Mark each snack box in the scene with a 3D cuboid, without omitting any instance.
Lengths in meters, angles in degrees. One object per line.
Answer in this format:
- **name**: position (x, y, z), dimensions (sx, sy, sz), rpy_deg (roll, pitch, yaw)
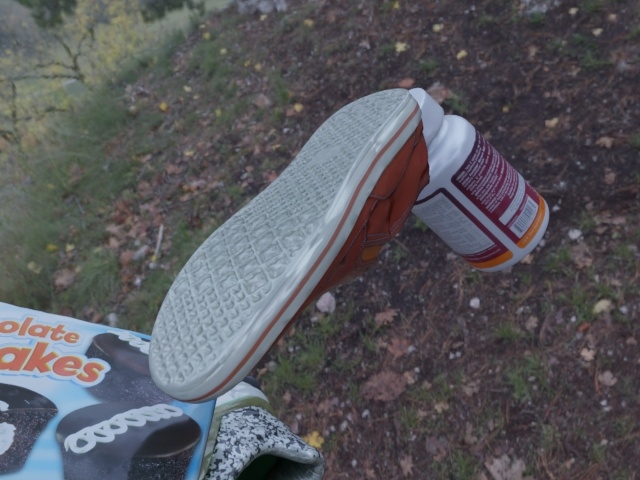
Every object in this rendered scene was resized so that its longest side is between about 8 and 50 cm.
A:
- **snack box**: position (-0.242, 0.123, 0.452), dimensions (0.322, 0.060, 0.187), rpy_deg (13, 28, -6)

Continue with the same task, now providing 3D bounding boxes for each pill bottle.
- **pill bottle**: position (0.158, -0.070, 0.755), dimensions (0.121, 0.221, 0.121), rpy_deg (-42, 22, 22)

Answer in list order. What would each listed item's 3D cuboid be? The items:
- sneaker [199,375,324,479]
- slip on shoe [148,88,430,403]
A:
- **sneaker**: position (-0.155, 0.274, 0.606), dimensions (0.182, 0.158, 0.410), rpy_deg (10, 29, 41)
- **slip on shoe**: position (0.000, 0.000, 0.490), dimensions (0.123, 0.101, 0.331), rpy_deg (-4, 35, 39)
